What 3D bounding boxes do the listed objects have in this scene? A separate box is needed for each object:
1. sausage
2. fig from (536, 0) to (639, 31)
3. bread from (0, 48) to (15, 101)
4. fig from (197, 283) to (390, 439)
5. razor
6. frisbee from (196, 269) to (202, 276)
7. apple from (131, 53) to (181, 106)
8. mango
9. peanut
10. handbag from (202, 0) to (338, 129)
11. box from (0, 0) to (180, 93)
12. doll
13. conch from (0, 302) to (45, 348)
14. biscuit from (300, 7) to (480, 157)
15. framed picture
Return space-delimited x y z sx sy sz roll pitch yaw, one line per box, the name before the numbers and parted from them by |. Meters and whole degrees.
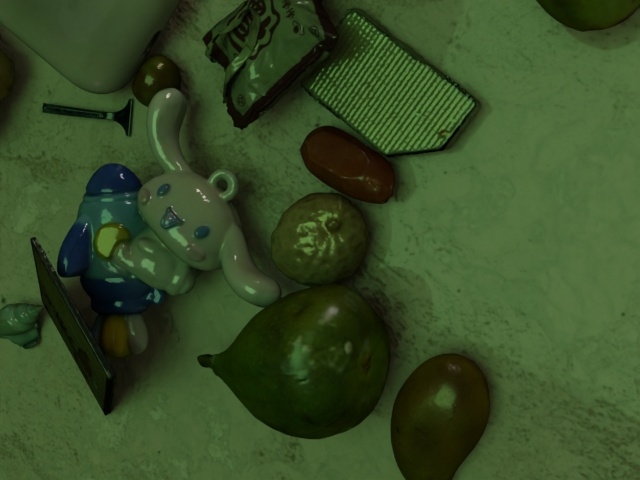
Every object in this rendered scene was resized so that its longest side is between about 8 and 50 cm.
sausage | 0.038 -0.116 1.298 0.179 0.089 0.089 31 106 29
fig | 0.334 -0.423 1.051 0.258 0.258 0.326 1 108 25
bread | -0.748 -0.356 1.584 0.424 0.329 0.245 40 68 17
fig | -0.030 0.170 1.300 0.314 0.233 0.232 10 101 62
razor | -0.419 -0.228 1.525 0.190 0.033 0.066 10 98 24
frisbee | -0.242 0.019 1.474 0.110 0.014 0.110 2 95 24
apple | -0.271 -0.264 1.426 0.075 0.089 0.089 16 105 -22
mango | 0.171 0.271 1.265 0.136 0.099 0.227 19 110 15
peanut | 0.000 0.000 1.308 0.141 0.109 0.159 24 117 -10
handbag | -0.075 -0.308 1.304 0.235 0.127 0.212 -35 55 27
box | -0.408 -0.433 1.413 0.349 0.141 0.288 40 117 2
doll | -0.279 0.000 1.377 0.366 0.187 0.375 -33 60 16
conch | -0.564 0.155 1.613 0.180 0.088 0.065 -24 41 34
biscuit | 0.102 -0.218 1.277 0.252 0.052 0.150 41 113 18
framed picture | -0.413 0.156 1.438 0.255 0.014 0.338 58 157 9
